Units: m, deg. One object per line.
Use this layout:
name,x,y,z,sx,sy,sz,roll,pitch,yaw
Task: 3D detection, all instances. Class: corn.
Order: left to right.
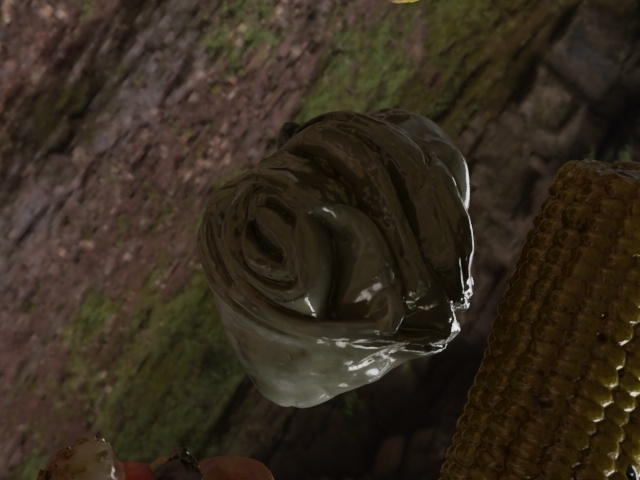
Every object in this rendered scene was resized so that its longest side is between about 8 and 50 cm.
corn,0.161,0.121,0.715,0.144,0.143,0.388,3,-104,65

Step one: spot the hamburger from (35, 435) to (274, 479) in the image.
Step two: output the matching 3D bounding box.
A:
hamburger,-0.183,0.363,1.056,0.330,0.250,0.330,-168,-90,-74

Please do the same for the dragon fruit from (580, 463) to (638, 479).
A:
dragon fruit,0.091,0.243,0.429,0.130,0.295,0.268,-13,-170,18

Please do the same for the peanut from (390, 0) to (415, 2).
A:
peanut,0.061,-0.289,0.872,0.087,0.207,0.087,-7,-141,6

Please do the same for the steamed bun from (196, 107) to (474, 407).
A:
steamed bun,0.000,-0.002,0.782,0.217,0.144,0.211,-21,-114,22
